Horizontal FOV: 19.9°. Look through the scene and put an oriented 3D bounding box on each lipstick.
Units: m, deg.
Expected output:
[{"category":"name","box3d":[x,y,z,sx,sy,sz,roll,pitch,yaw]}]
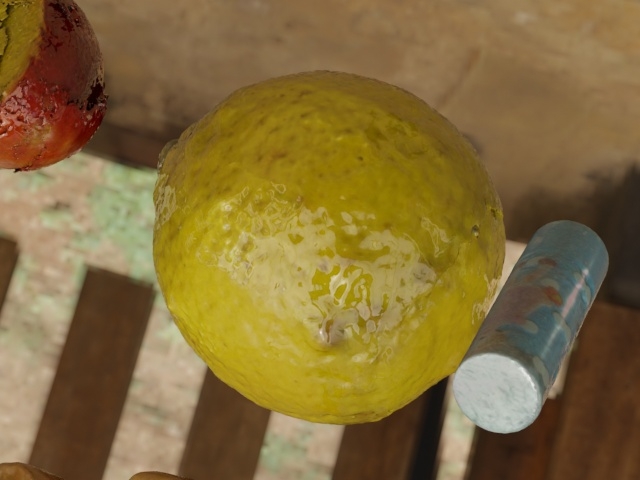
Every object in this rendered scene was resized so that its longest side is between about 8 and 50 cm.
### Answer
[{"category":"lipstick","box3d":[0.112,0.042,0.953,0.048,0.158,0.048,9,118,18]}]

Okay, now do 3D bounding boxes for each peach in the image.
[{"category":"peach","box3d":[-0.200,-0.115,1.267,0.092,0.127,0.172,-19,-163,5]}]

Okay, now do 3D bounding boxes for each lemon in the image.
[{"category":"lemon","box3d":[0.000,0.000,1.816,0.387,0.350,0.350,36,167,15]}]

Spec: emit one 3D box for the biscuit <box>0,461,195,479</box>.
[{"category":"biscuit","box3d":[-0.145,0.288,1.069,0.312,0.351,0.057,-23,146,31]}]
